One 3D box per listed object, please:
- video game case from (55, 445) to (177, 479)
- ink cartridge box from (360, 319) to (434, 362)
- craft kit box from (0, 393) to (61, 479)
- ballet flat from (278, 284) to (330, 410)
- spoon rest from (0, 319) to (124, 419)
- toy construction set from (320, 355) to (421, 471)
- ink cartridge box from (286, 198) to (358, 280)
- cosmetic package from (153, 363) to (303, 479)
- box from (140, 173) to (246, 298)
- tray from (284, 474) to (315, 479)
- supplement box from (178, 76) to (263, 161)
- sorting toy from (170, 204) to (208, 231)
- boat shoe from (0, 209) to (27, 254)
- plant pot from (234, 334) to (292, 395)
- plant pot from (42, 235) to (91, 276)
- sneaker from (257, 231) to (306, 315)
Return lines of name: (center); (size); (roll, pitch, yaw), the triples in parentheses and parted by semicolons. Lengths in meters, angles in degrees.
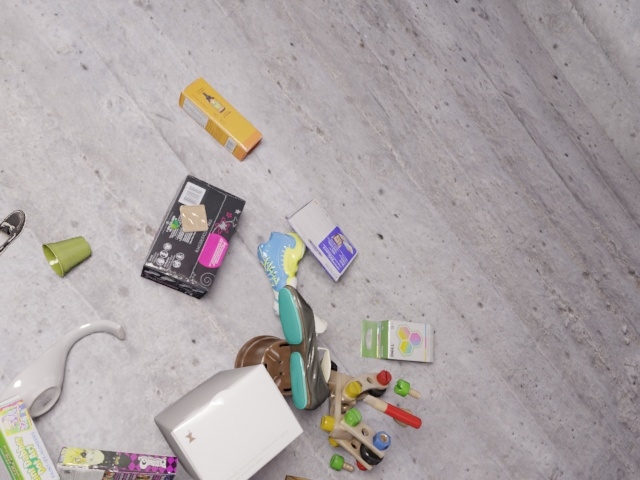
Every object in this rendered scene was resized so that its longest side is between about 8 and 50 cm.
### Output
video game case: (-0.415, 0.489, 0.943); (0.210, 0.232, 0.041); (15, 36, -19)
ink cartridge box: (0.222, 0.287, 1.368); (0.209, 0.062, 0.108); (11, 72, -21)
craft kit box: (-0.577, 0.432, 0.874); (0.061, 0.247, 0.249); (-23, 86, -57)
ballet flat: (-0.031, 0.234, 1.074); (0.096, 0.095, 0.280); (-7, 89, -36)
spoon rest: (-0.551, 0.267, 1.007); (0.084, 0.137, 0.276); (29, 48, 17)
toy construction set: (0.068, 0.390, 1.152); (0.237, 0.309, 0.257); (28, 58, -9)
ink cartridge box: (0.000, 0.000, 1.303); (0.206, 0.045, 0.208); (52, 28, -4)
cosmetic package: (-0.208, 0.375, 0.980); (0.197, 0.365, 0.155); (-31, 90, -27)
box: (-0.312, -0.005, 1.167); (0.163, 0.142, 0.247); (25, 66, -15)
tray: (0.129, 0.654, 1.144); (0.411, 0.203, 0.076); (19, 69, -18)
supplement box: (-0.274, -0.331, 1.311); (0.233, 0.080, 0.078); (44, 62, -9)
sorting toy: (-0.304, -0.049, 1.095); (0.083, 0.012, 0.062); (-6, 82, -28)
boat shoe: (-0.698, -0.018, 1.054); (0.046, 0.038, 0.125); (34, 65, -12)
plant pot: (-0.108, 0.307, 1.157); (0.167, 0.165, 0.166); (7, 72, -23)
plant pot: (-0.569, 0.028, 1.083); (0.079, 0.083, 0.083); (-32, 90, -40)
sneaker: (-0.120, 0.078, 1.265); (0.126, 0.091, 0.240); (18, 56, -8)
